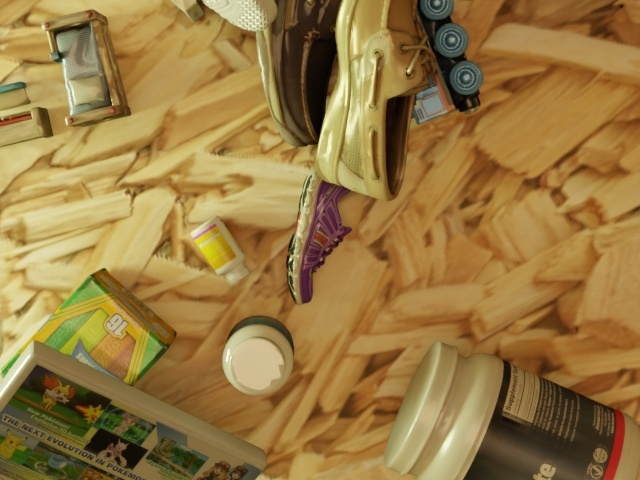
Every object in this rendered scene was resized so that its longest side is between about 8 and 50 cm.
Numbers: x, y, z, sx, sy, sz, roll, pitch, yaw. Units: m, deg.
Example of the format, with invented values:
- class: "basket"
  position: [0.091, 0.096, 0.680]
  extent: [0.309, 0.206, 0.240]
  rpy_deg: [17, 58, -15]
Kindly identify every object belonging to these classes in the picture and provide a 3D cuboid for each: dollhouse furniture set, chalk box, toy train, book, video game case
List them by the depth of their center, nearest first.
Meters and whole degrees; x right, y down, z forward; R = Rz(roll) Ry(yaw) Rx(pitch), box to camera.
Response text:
- class: "video game case"
  position: [-0.281, 0.297, 1.782]
  extent: [0.329, 0.036, 0.300]
  rpy_deg: [30, 112, -24]
- class: "book"
  position: [-0.182, -0.310, 1.791]
  extent: [0.035, 0.144, 0.096]
  rpy_deg: [-40, 94, 2]
- class: "dollhouse furniture set"
  position: [-0.341, -0.192, 1.803]
  extent: [0.183, 0.129, 0.129]
  rpy_deg: [-14, 94, 0]
- class: "chalk box"
  position: [-0.299, 0.156, 1.824]
  extent: [0.132, 0.132, 0.213]
  rpy_deg: [42, 92, -3]
- class: "toy train"
  position: [0.133, -0.234, 1.836]
  extent: [0.105, 0.080, 0.184]
  rpy_deg: [-22, 94, 6]

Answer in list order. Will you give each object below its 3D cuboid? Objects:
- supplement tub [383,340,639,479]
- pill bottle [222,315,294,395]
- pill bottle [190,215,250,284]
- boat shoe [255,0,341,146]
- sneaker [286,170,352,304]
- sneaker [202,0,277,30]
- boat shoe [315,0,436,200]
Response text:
- class: "supplement tub"
  position: [0.234, 0.253, 1.809]
  extent: [0.272, 0.191, 0.191]
  rpy_deg: [24, 93, -2]
- class: "pill bottle"
  position: [-0.076, 0.142, 1.813]
  extent: [0.087, 0.160, 0.087]
  rpy_deg: [0, 93, -1]
- class: "pill bottle"
  position: [-0.123, 0.014, 1.862]
  extent: [0.043, 0.043, 0.083]
  rpy_deg: [-33, 93, 1]
- class: "boat shoe"
  position: [-0.001, -0.291, 1.791]
  extent: [0.130, 0.132, 0.355]
  rpy_deg: [0, 94, 13]
- class: "sneaker"
  position: [0.000, 0.000, 1.854]
  extent: [0.071, 0.068, 0.170]
  rpy_deg: [13, 93, -7]
- class: "sneaker"
  position: [-0.108, -0.380, 1.722]
  extent: [0.153, 0.101, 0.268]
  rpy_deg: [-39, 91, -28]
- class: "boat shoe"
  position: [0.085, -0.212, 1.753]
  extent: [0.110, 0.121, 0.341]
  rpy_deg: [24, 121, 22]
